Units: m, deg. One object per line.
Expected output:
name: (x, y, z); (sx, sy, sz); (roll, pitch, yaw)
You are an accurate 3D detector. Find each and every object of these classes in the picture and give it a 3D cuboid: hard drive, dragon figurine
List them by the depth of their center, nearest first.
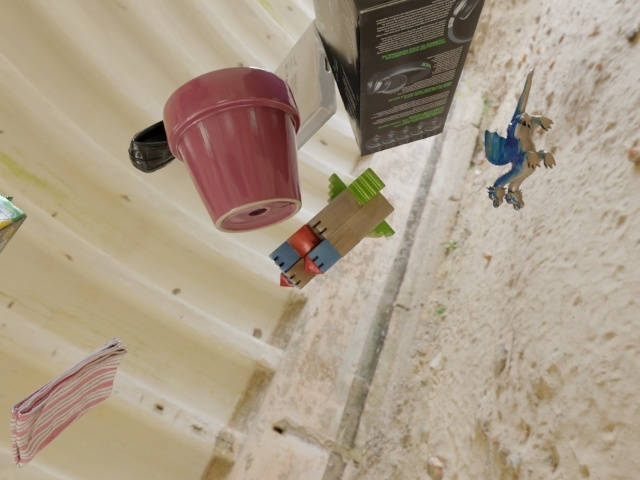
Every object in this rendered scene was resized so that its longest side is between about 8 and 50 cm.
dragon figurine: (0.410, -0.207, 0.908); (0.144, 0.085, 0.289); (174, 86, -68)
hard drive: (-0.091, -0.275, 0.941); (0.353, 0.047, 0.233); (-32, 53, 47)

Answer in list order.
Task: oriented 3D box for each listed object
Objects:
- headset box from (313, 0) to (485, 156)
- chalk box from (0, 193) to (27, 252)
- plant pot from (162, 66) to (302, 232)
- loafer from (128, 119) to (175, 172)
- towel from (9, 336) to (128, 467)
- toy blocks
headset box: (0.074, -0.281, 0.535); (0.283, 0.131, 0.246); (73, -179, -71)
chalk box: (-0.745, -0.025, 0.838); (0.180, 0.179, 0.289); (-42, 17, 20)
plant pot: (-0.113, -0.116, 0.626); (0.201, 0.201, 0.180); (112, 143, -75)
loafer: (-0.275, -0.214, 0.831); (0.223, 0.076, 0.078); (-46, -13, -36)
towel: (-0.343, 0.226, 0.582); (0.144, 0.029, 0.197); (-39, -13, -50)
toy blocks: (0.000, 0.000, 0.949); (0.261, 0.191, 0.381); (-42, 2, -10)
